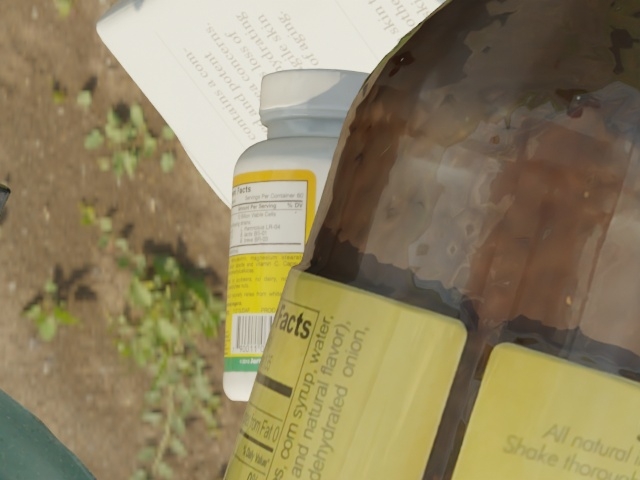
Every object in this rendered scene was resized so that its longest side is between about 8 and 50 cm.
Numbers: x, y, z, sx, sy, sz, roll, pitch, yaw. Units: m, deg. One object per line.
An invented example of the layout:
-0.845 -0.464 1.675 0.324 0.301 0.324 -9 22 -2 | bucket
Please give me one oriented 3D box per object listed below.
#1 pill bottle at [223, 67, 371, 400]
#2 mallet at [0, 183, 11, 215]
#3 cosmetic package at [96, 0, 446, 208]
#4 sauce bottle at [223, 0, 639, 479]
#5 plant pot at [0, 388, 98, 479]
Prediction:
0.000 0.000 1.134 0.118 0.117 0.208 3 84 -9 | pill bottle
-0.246 0.052 1.247 0.062 0.039 0.189 26 103 -10 | mallet
0.103 -0.199 1.478 0.394 0.327 0.329 -23 113 37 | cosmetic package
0.042 0.035 0.370 0.111 0.111 0.344 19 89 -17 | sauce bottle
-0.214 0.192 0.593 0.293 0.196 0.293 6 115 12 | plant pot
